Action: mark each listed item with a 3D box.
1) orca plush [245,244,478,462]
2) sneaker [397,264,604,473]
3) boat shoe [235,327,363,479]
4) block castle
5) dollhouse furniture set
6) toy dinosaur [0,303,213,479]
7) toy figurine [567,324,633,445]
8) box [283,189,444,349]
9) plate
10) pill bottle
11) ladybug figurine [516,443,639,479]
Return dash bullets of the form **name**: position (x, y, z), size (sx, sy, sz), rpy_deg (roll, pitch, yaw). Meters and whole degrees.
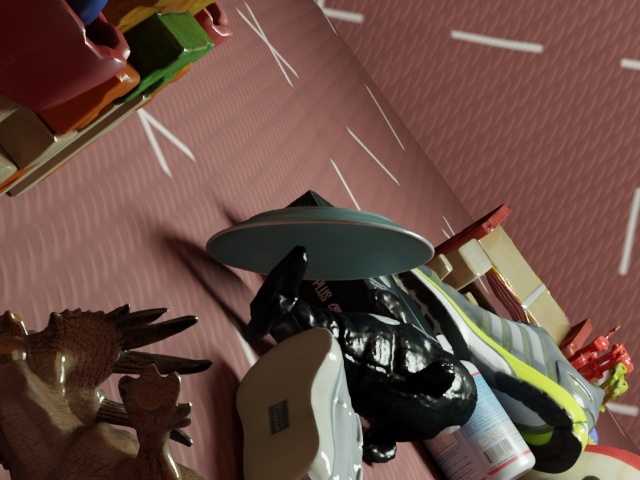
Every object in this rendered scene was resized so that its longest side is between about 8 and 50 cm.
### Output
- **orca plush**: position (0.066, 0.092, 1.473), size (0.287, 0.102, 0.151), rpy_deg (48, 47, -37)
- **sneaker**: position (0.170, 0.117, 1.835), size (0.300, 0.111, 0.121), rpy_deg (43, 34, 12)
- **boat shoe**: position (-0.010, 0.141, 1.229), size (0.081, 0.079, 0.227), rpy_deg (61, 12, -21)
- **block castle**: position (-0.200, -0.204, 1.047), size (0.303, 0.213, 0.453), rpy_deg (54, 9, -4)
- **dollhouse furniture set**: position (0.171, 0.112, 2.076), size (0.201, 0.152, 0.374), rpy_deg (55, 27, 0)
- **toy dinosaur**: position (-0.074, 0.138, 0.796), size (0.295, 0.127, 0.200), rpy_deg (59, 2, -10)
- **toy figurine**: position (0.351, 0.272, 2.189), size (0.217, 0.191, 0.362), rpy_deg (59, 11, -5)
- **box**: position (0.028, 0.052, 1.668), size (0.147, 0.077, 0.180), rpy_deg (59, 11, 26)
- **plate**: position (0.000, 0.000, 1.434), size (0.188, 0.188, 0.024), rpy_deg (35, 54, -63)
- **pill bottle**: position (0.138, 0.178, 1.742), size (0.160, 0.087, 0.087), rpy_deg (58, 10, 13)
- **ladybug figurine**: position (0.339, 0.347, 1.907), size (0.305, 0.162, 0.449), rpy_deg (59, 10, 23)
